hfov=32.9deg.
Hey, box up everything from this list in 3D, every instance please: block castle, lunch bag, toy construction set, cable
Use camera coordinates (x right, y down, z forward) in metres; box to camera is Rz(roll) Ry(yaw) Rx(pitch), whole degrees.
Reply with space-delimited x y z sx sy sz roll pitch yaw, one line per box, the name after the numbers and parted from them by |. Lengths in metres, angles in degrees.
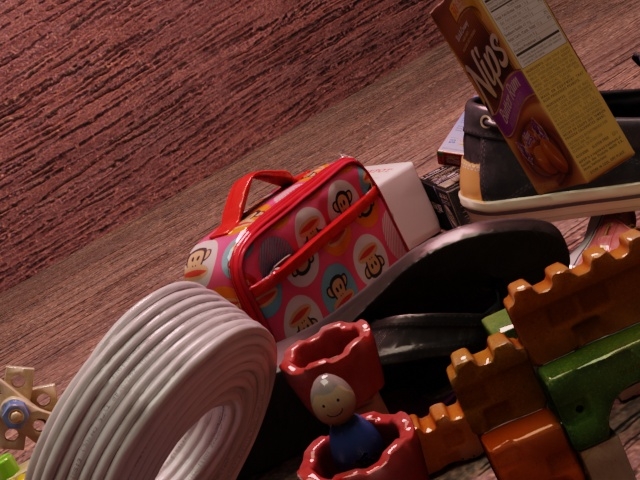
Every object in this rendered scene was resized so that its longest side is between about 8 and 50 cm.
0.197 0.079 0.824 0.453 0.213 0.303 -24 14 2 | block castle
-0.021 0.034 1.251 0.120 0.258 0.293 -13 19 40 | lunch bag
-0.289 0.242 1.223 0.215 0.151 0.327 -28 25 -11 | toy construction set
-0.132 0.161 0.870 0.089 0.257 0.257 29 64 19 | cable

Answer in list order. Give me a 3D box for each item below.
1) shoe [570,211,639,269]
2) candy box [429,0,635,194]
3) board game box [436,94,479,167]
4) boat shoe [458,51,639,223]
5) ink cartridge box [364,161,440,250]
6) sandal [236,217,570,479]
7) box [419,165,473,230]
0.329 0.007 1.174 0.081 0.064 0.178 -8 25 39 | shoe
0.168 -0.132 0.885 0.053 0.187 0.109 -31 2 -9 | candy box
0.317 -0.135 1.487 0.281 0.027 0.145 12 46 27 | board game box
0.390 -0.132 1.184 0.500 0.156 0.187 -9 14 15 | boat shoe
0.000 0.000 1.615 0.289 0.122 0.211 -32 16 -27 | ink cartridge box
0.056 0.135 1.053 0.445 0.167 0.107 -31 39 8 | sandal
0.253 -0.085 1.584 0.180 0.078 0.147 -26 15 -7 | box
